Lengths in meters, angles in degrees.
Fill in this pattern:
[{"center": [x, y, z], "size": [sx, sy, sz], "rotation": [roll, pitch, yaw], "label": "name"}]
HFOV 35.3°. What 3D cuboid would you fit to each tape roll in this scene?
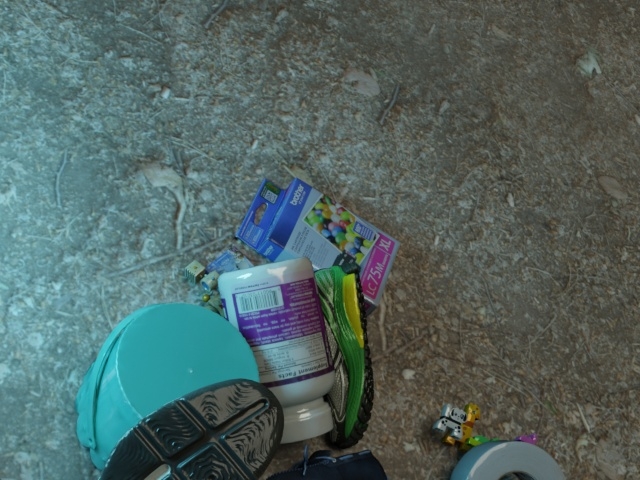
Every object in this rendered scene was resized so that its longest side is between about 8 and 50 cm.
[{"center": [0.343, 0.476, 1.837], "size": [0.219, 0.072, 0.219], "rotation": [3, 80, -17], "label": "tape roll"}]

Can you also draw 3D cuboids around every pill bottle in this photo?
[{"center": [-0.067, 0.188, 1.734], "size": [0.169, 0.169, 0.301], "rotation": [-12, 90, -36], "label": "pill bottle"}]

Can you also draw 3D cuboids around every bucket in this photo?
[{"center": [-0.243, 0.244, 1.622], "size": [0.281, 0.183, 0.281], "rotation": [17, 52, -22], "label": "bucket"}]

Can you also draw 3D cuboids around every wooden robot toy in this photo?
[{"center": [-0.193, 0.115, 1.819], "size": [0.173, 0.076, 0.079], "rotation": [47, 59, 5], "label": "wooden robot toy"}]

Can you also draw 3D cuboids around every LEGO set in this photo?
[{"center": [0.312, 0.364, 1.935], "size": [0.227, 0.087, 0.093], "rotation": [26, 65, -14], "label": "LEGO set"}]

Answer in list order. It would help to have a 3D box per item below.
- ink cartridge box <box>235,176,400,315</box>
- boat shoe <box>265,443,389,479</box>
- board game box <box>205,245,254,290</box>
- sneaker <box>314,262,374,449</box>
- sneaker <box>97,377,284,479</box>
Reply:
[{"center": [0.000, 0.000, 2.016], "size": [0.311, 0.065, 0.186], "rotation": [30, 49, -8], "label": "ink cartridge box"}, {"center": [-0.001, 0.407, 1.731], "size": [0.258, 0.109, 0.089], "rotation": [11, 46, -44], "label": "boat shoe"}, {"center": [-0.163, 0.066, 1.899], "size": [0.090, 0.020, 0.090], "rotation": [47, 48, 3], "label": "board game box"}, {"center": [0.021, 0.216, 1.862], "size": [0.146, 0.134, 0.343], "rotation": [-9, 66, 6], "label": "sneaker"}, {"center": [-0.248, 0.361, 1.457], "size": [0.447, 0.257, 0.169], "rotation": [-40, 88, -9], "label": "sneaker"}]
